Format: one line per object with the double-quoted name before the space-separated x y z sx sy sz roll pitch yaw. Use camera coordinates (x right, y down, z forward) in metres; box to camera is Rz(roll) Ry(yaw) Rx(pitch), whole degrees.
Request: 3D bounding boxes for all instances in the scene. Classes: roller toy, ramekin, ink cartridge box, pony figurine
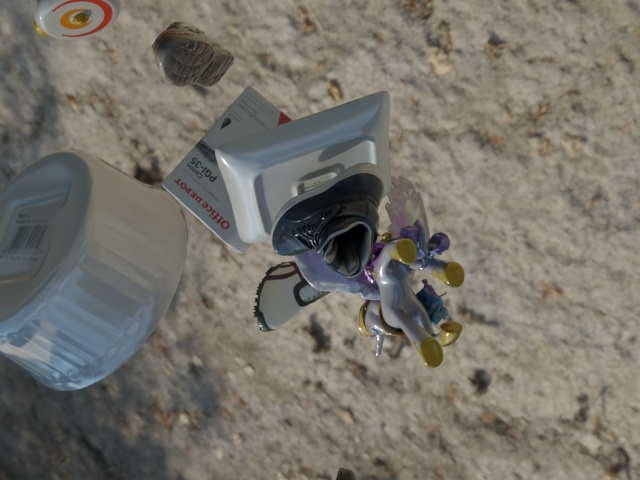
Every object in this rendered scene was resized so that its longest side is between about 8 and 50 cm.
"roller toy" -0.550 -0.542 2.125 0.191 0.209 0.146 96 157 -70
"ramekin" -0.304 0.026 1.135 0.277 0.277 0.135 4 155 43
"ink cartridge box" -0.157 -0.144 1.997 0.207 0.283 0.117 41 179 17
"pony figurine" 0.125 0.061 1.787 0.363 0.302 0.351 177 78 -70

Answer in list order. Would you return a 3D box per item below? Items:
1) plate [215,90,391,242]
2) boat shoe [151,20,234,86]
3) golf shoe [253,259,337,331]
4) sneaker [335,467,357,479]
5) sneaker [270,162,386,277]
"plate" -0.010 -0.098 1.516 0.278 0.277 0.045 82 166 -60
"boat shoe" -0.293 -0.405 2.049 0.116 0.324 0.123 45 99 7
"golf shoe" -0.028 0.081 1.912 0.120 0.273 0.105 6 131 41
"sneaker" 0.093 0.549 1.737 0.146 0.330 0.122 -1 123 -6
"sneaker" -0.001 -0.001 1.403 0.086 0.163 0.226 35 130 -26
